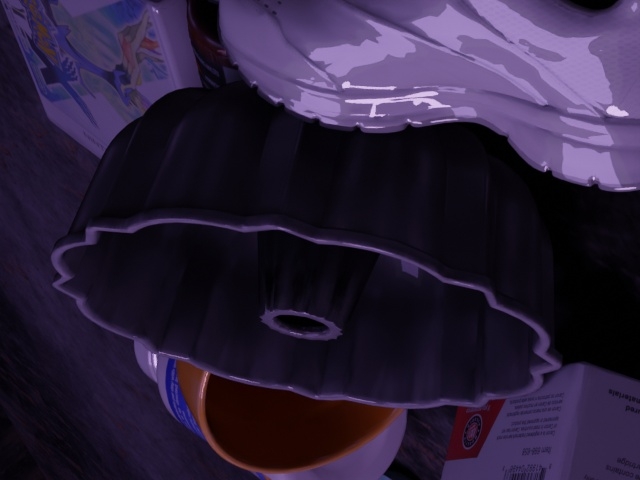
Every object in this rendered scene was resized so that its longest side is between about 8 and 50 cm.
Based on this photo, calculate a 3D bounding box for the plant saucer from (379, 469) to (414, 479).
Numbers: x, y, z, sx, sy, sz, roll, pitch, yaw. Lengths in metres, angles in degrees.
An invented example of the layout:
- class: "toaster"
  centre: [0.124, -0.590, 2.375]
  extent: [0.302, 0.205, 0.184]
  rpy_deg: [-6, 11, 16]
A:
- class: "plant saucer"
  centre: [0.094, 0.270, 1.692]
  extent: [0.119, 0.021, 0.119]
  rpy_deg: [42, 158, 21]

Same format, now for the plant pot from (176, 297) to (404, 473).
- class: "plant pot"
  centre: [-0.039, 0.052, 1.380]
  extent: [0.188, 0.205, 0.205]
  rpy_deg: [53, 167, 46]

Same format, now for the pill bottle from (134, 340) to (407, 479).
- class: "pill bottle"
  centre: [-0.058, 0.128, 1.580]
  extent: [0.272, 0.152, 0.152]
  rpy_deg: [27, 149, 47]

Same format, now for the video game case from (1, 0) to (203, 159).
- class: "video game case"
  centre: [-0.194, -0.161, 1.533]
  extent: [0.300, 0.036, 0.329]
  rpy_deg: [36, 155, 33]

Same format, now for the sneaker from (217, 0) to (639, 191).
- class: "sneaker"
  centre: [0.076, -0.123, 0.920]
  extent: [0.297, 0.111, 0.129]
  rpy_deg: [12, 126, 25]

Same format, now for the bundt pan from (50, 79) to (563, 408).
- class: "bundt pan"
  centre: [0.000, 0.000, 1.097]
  extent: [0.330, 0.124, 0.331]
  rpy_deg: [11, 158, 4]

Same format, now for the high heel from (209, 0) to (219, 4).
- class: "high heel"
  centre: [0.031, -0.205, 0.990]
  extent: [0.186, 0.093, 0.261]
  rpy_deg: [23, 141, -5]

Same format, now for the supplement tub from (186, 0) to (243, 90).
- class: "supplement tub"
  centre: [-0.029, -0.103, 1.192]
  extent: [0.106, 0.106, 0.198]
  rpy_deg: [38, 156, 30]

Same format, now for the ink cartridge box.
- class: "ink cartridge box"
  centre: [0.150, 0.233, 1.139]
  extent: [0.114, 0.273, 0.197]
  rpy_deg: [19, 166, -15]
